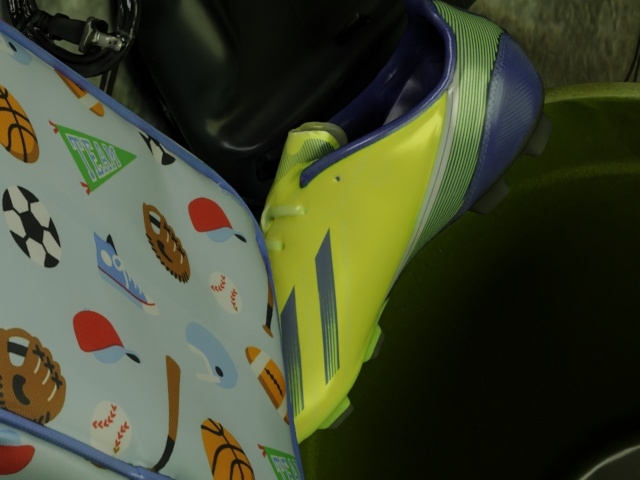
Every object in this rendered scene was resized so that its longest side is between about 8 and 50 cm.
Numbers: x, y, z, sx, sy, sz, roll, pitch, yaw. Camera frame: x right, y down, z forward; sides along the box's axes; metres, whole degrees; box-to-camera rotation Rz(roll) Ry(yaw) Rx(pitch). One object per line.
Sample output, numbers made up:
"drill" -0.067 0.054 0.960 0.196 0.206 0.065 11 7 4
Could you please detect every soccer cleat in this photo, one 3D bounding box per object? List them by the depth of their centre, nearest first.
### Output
"soccer cleat" 0.000 -0.001 1.006 0.121 0.093 0.289 37 91 -36

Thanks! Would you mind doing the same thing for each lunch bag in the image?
"lunch bag" -0.122 0.026 0.837 0.303 0.115 0.243 39 31 -50

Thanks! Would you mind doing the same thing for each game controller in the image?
"game controller" 0.014 -0.164 1.069 0.319 0.067 0.166 -49 118 -33

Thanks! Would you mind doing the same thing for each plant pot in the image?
"plant pot" 0.187 0.151 1.154 0.366 0.366 0.353 -65 151 -17

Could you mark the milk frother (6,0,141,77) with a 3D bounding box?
"milk frother" -0.118 -0.147 0.843 0.134 0.129 0.143 1 92 -53
